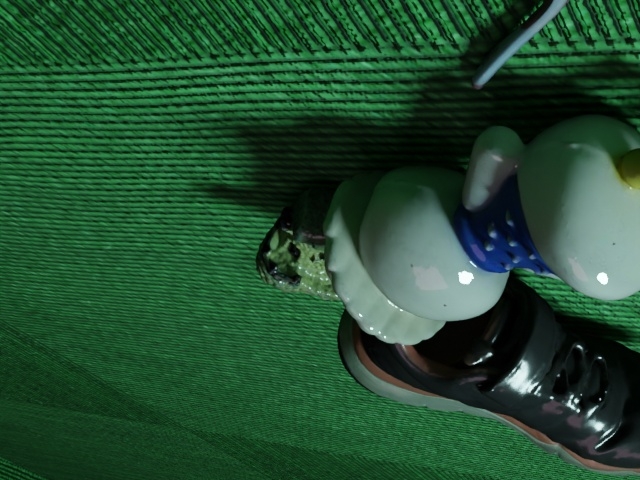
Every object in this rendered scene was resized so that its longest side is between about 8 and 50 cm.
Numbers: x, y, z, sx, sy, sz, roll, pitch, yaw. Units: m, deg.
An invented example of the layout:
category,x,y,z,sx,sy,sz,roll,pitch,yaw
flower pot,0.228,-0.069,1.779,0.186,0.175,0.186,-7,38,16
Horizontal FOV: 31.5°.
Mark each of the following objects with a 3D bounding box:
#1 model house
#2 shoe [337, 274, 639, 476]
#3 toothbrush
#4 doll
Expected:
category,x,y,z,sx,sy,sz,roll,pitch,yaw
model house,0.000,0.000,0.816,0.079,0.066,0.083,17,158,-7
shoe,0.156,0.086,0.871,0.291,0.114,0.137,17,154,7
toothbrush,0.107,-0.114,0.528,0.019,0.013,0.193,25,158,-5
doll,0.106,-0.007,0.673,0.138,0.119,0.293,38,146,-27
